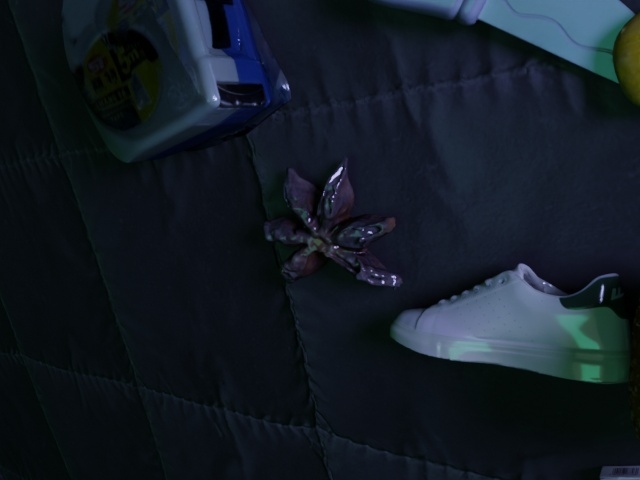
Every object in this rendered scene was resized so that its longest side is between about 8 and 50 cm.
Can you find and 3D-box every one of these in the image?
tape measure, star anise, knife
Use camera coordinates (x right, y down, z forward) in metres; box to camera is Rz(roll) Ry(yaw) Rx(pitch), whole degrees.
[{"bbox_3d":[-0.207,-0.240,0.717,0.259,0.138,0.262,-15,100,38],"label":"tape measure"},{"bbox_3d":[-0.001,-0.016,0.709,0.208,0.063,0.171,-1,107,37],"label":"star anise"},{"bbox_3d":[0.178,-0.219,0.511,0.331,0.044,0.080,27,116,17],"label":"knife"}]

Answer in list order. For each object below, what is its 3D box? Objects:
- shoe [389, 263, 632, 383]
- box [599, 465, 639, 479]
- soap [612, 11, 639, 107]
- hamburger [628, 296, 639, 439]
[{"bbox_3d":[0.195,0.078,0.599,0.265,0.095,0.110,4,90,41],"label":"shoe"},{"bbox_3d":[0.350,0.289,0.608,0.054,0.024,0.083,-21,95,38],"label":"box"},{"bbox_3d":[0.318,-0.162,0.426,0.169,0.033,0.089,-19,100,35],"label":"soap"},{"bbox_3d":[0.315,0.110,0.444,0.118,0.191,0.181,-5,125,37],"label":"hamburger"}]
